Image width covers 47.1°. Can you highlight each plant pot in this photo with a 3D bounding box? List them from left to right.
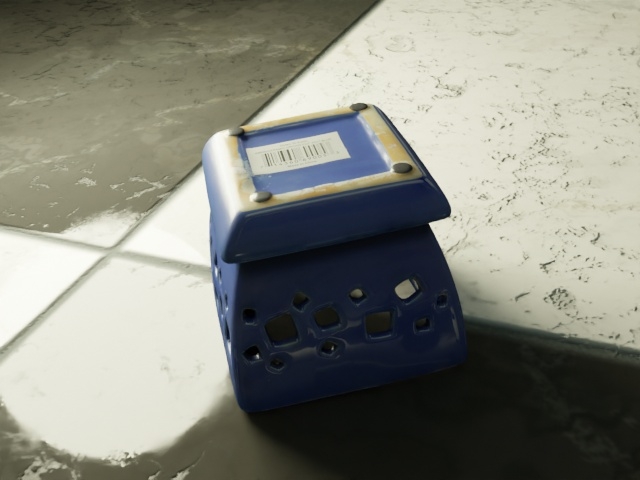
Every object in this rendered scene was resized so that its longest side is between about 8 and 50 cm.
[{"bbox_3d":[0.000,0.000,0.736,0.236,0.212,0.236,-12,36,-7],"label":"plant pot"}]
